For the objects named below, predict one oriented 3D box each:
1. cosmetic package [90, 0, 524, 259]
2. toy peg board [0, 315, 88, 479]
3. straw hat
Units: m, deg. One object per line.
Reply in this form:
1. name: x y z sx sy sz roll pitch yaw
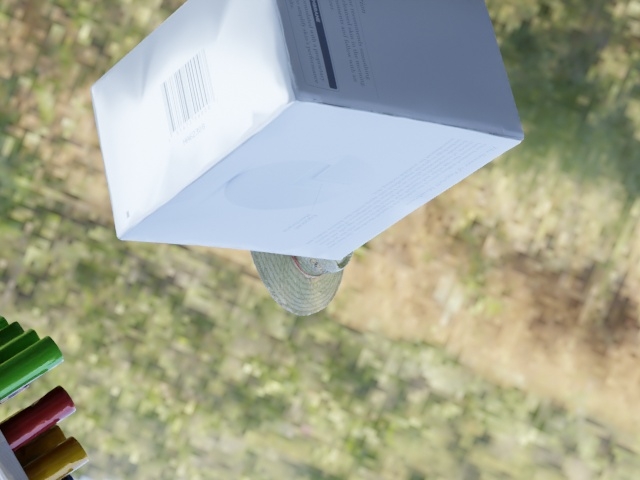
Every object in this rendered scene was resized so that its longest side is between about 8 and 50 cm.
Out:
1. cosmetic package: -0.013 -0.096 1.329 0.224 0.138 0.224 8 150 -40
2. toy peg board: -0.207 0.130 1.218 0.161 0.079 0.161 12 132 63
3. straw hat: 0.000 0.000 1.741 0.061 0.144 0.144 -6 161 45
